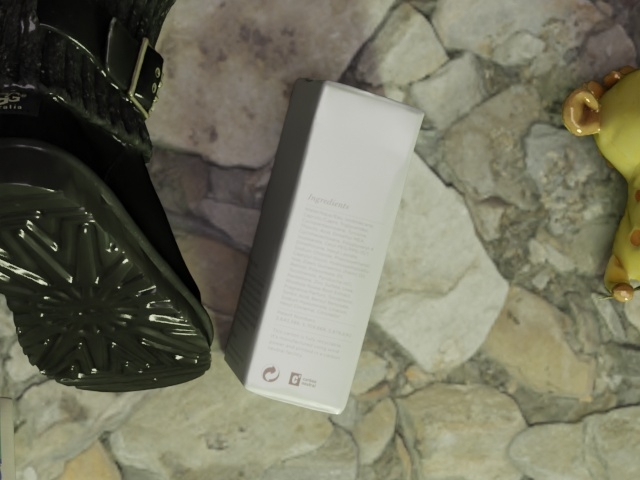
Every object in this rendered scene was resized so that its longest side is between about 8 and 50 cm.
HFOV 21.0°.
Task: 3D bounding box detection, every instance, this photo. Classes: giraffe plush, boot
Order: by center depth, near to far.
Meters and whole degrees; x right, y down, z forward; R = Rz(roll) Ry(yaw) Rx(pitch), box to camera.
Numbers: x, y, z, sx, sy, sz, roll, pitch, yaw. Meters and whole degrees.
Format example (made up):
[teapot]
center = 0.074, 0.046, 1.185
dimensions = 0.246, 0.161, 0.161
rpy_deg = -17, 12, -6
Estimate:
[boot]
center = -0.155, -0.065, 1.224
dimensions = 0.131, 0.348, 0.260
rpy_deg = -5, 59, 8
[giraffe plush]
center = 0.280, -0.062, 1.329
dimensions = 0.210, 0.181, 0.171
rpy_deg = -20, 89, 26

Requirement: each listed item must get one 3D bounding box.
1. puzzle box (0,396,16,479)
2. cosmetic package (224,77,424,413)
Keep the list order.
[puzzle box]
center = -0.390, 0.222, 1.132
dimensions = 0.408, 0.052, 0.272
rpy_deg = 10, 63, -34
[cosmetic package]
center = 0.000, 0.000, 1.286
dimensions = 0.085, 0.117, 0.231
rpy_deg = 15, 94, -13
